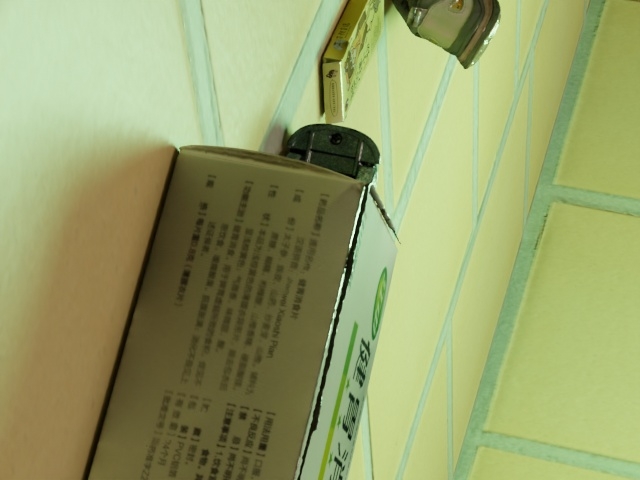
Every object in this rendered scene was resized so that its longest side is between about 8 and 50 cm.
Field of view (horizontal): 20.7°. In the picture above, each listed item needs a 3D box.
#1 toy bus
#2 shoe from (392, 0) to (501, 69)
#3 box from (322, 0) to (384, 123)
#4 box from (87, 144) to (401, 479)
[{"bbox_3d":[0.000,0.000,1.483,0.089,0.087,0.194,7,93,-84],"label":"toy bus"},{"bbox_3d":[0.116,-0.248,1.765,0.089,0.092,0.180,-58,-154,33],"label":"shoe"},{"bbox_3d":[0.031,-0.178,1.596,0.073,0.020,0.149,88,19,-46],"label":"box"},{"bbox_3d":[-0.053,0.122,1.211,0.173,0.145,0.333,56,45,-70],"label":"box"}]
